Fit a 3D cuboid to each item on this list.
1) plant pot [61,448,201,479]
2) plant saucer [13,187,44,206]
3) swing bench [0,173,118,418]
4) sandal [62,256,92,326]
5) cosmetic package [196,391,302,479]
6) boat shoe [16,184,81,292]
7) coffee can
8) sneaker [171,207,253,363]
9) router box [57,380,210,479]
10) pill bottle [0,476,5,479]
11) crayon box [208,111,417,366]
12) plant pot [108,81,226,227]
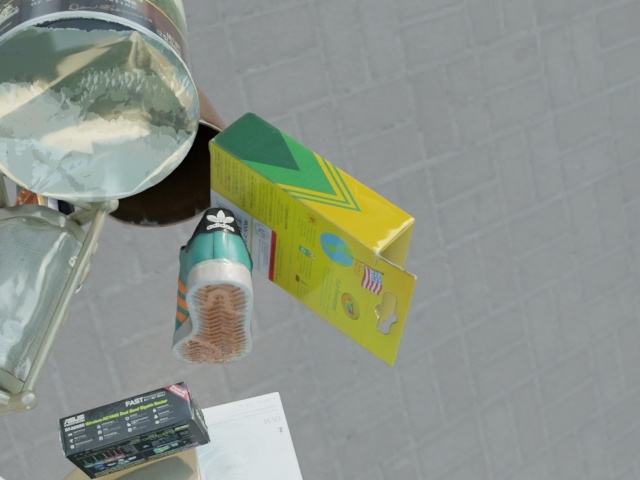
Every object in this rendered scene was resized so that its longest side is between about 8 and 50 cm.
[{"bbox_3d":[-0.208,0.340,1.044,0.190,0.284,0.284,-8,102,-8],"label":"plant pot"},{"bbox_3d":[-0.391,-0.032,1.327,0.013,0.083,0.084,9,91,-40],"label":"plant saucer"},{"bbox_3d":[-0.366,0.072,1.080,0.165,0.254,0.253,26,59,-15],"label":"swing bench"},{"bbox_3d":[-0.450,0.070,1.652,0.079,0.240,0.088,7,56,-26],"label":"sandal"},{"bbox_3d":[-0.169,0.434,1.894,0.224,0.138,0.225,-11,73,-21],"label":"cosmetic package"},{"bbox_3d":[-0.516,-0.044,1.880,0.112,0.335,0.095,0,134,-30],"label":"boat shoe"},{"bbox_3d":[-0.228,-0.200,0.963,0.201,0.275,0.202,-7,134,-7],"label":"coffee can"},{"bbox_3d":[-0.135,0.068,1.291,0.108,0.302,0.121,5,61,-11],"label":"sneaker"},{"bbox_3d":[-0.170,0.177,0.917,0.122,0.092,0.038,-16,63,-5],"label":"router box"},{"bbox_3d":[-0.297,0.233,0.670,0.278,0.162,0.162,12,89,-30],"label":"pill bottle"},{"bbox_3d":[0.000,0.000,1.260,0.081,0.318,0.202,-42,157,-31],"label":"crayon box"},{"bbox_3d":[-0.248,-0.174,1.446,0.215,0.230,0.215,-13,142,-10],"label":"plant pot"}]
